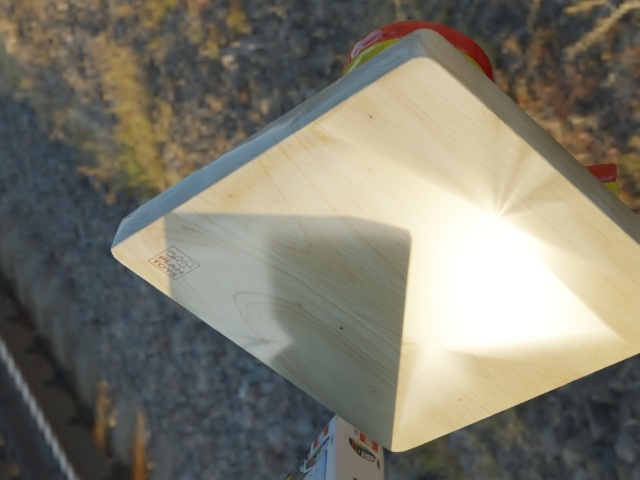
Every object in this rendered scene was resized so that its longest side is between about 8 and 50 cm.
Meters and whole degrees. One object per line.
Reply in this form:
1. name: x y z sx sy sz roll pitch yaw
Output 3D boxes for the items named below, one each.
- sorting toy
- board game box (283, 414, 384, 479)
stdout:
1. sorting toy: 0.057 -0.006 0.886 0.255 0.257 0.089 -29 35 36
2. board game box: -0.029 0.257 1.019 0.193 0.053 0.305 -53 7 12
